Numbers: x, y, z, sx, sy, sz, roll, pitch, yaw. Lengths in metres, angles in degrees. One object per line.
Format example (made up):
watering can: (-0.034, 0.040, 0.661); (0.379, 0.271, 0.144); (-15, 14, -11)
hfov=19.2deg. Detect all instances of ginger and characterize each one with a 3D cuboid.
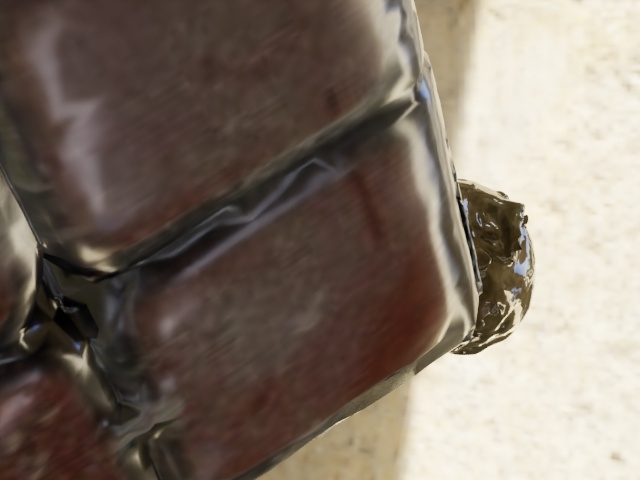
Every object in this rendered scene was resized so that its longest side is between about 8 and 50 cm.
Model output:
ginger: (0.000, 0.000, 0.879); (0.104, 0.204, 0.080); (76, 33, -57)

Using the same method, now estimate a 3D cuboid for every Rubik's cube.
Rubik's cube: (-0.212, -0.090, 0.371); (0.344, 0.337, 0.344); (-31, 141, -14)
